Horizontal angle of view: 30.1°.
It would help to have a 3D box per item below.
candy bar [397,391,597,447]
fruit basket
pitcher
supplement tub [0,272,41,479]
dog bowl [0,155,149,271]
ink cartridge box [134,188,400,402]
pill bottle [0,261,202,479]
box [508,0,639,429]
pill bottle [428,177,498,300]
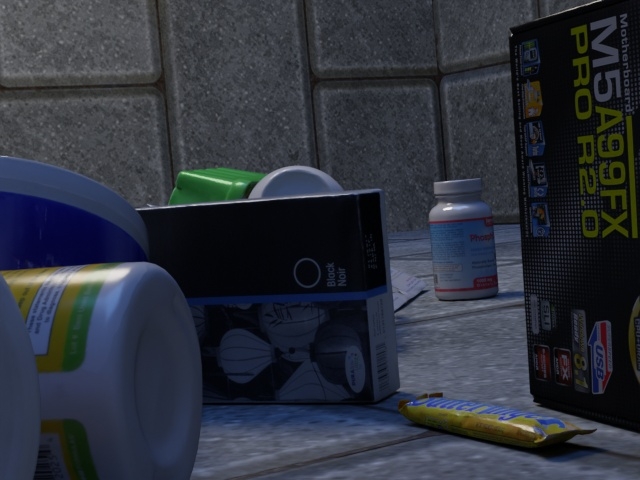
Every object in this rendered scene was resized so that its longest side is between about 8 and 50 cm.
[{"bbox_3d":[0.106,0.116,0.763,0.040,0.018,0.161,-6,4,-30],"label":"candy bar"},{"bbox_3d":[-0.039,0.022,1.662,0.353,0.165,0.327,29,11,9],"label":"fruit basket"},{"bbox_3d":[0.000,0.000,1.398,0.177,0.125,0.207,15,-19,6],"label":"pitcher"},{"bbox_3d":[-0.269,0.073,0.494,0.272,0.191,0.191,-3,3,37],"label":"supplement tub"},{"bbox_3d":[-0.254,0.046,0.854,0.265,0.104,0.265,-5,-26,-3],"label":"dog bowl"},{"bbox_3d":[-0.103,0.050,0.986,0.332,0.165,0.065,-5,4,25],"label":"ink cartridge box"},{"bbox_3d":[-0.201,0.087,0.665,0.245,0.136,0.136,-4,3,13],"label":"pill bottle"},{"bbox_3d":[0.204,-0.019,0.754,0.060,0.270,0.216,-5,3,-20],"label":"box"},{"bbox_3d":[0.193,-0.002,1.618,0.087,0.160,0.087,-5,3,0],"label":"pill bottle"}]
